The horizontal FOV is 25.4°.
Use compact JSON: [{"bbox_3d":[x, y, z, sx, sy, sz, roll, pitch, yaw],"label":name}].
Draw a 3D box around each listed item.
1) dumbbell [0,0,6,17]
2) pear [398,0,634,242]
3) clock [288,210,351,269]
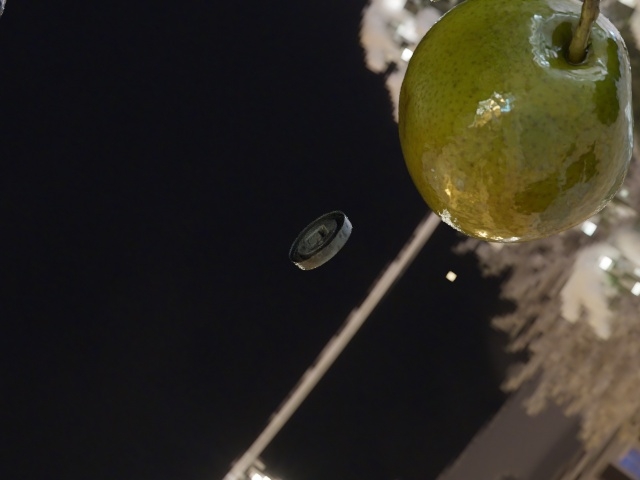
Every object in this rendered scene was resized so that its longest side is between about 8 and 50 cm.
[{"bbox_3d":[-0.271,-0.293,1.120,0.160,0.144,0.325,-7,-29,-44],"label":"dumbbell"},{"bbox_3d":[0.146,-0.095,0.964,0.216,0.166,0.180,131,156,-53],"label":"pear"},{"bbox_3d":[0.000,0.000,1.671,0.085,0.085,0.017,-47,-66,-12],"label":"clock"}]
